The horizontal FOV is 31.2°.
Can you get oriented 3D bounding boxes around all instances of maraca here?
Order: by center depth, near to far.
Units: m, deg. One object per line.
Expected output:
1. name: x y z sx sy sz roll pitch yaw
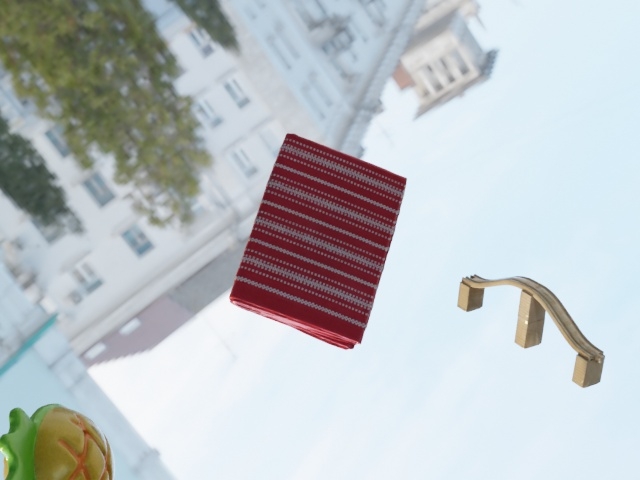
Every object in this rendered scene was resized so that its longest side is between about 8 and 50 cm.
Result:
1. maraca: -0.256 0.217 1.088 0.099 0.127 0.185 -13 165 10

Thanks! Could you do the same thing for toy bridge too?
1. toy bridge: 0.202 0.072 1.095 0.026 0.063 0.188 -12 -152 -31

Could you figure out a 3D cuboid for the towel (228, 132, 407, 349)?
1. towel: 0.000 0.000 1.624 0.031 0.198 0.275 131 -21 -68
